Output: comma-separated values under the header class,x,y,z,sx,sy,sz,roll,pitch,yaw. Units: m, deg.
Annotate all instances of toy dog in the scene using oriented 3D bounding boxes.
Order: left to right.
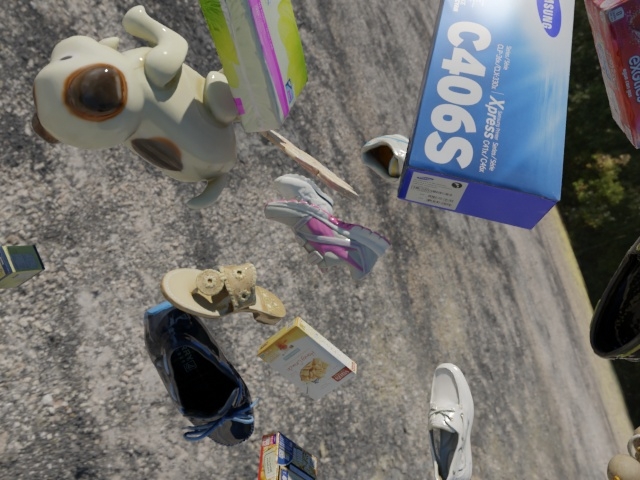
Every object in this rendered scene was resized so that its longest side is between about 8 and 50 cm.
class,x,y,z,sx,sy,sz,roll,pitch,yaw
toy dog,-0.381,-0.270,1.046,0.407,0.284,0.396,3,87,-53

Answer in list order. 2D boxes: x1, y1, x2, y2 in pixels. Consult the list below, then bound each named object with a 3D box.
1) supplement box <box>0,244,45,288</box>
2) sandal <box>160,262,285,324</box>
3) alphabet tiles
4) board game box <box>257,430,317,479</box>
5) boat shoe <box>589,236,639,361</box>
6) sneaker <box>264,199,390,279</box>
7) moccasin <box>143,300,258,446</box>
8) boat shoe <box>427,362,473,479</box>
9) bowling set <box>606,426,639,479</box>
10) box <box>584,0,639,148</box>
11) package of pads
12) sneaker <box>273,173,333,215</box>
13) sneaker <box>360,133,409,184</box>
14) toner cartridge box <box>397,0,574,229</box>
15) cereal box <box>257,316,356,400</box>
class,x,y,z,sx,sy,sz,roll,pitch,yaw
supplement box,-0.604,0.053,0.967,0.056,0.083,0.083,63,16,7
sandal,-0.117,0.064,0.731,0.240,0.079,0.088,25,27,-53
alphabet tiles,-0.037,-0.185,1.159,0.284,0.021,0.278,40,11,26
board game box,-0.063,0.494,0.965,0.147,0.045,0.194,50,27,-35
boat shoe,0.347,0.030,0.496,0.068,0.228,0.081,-2,30,-27
sneaker,0.000,0.000,0.953,0.103,0.252,0.111,20,93,-81
moccasin,-0.194,0.250,0.807,0.117,0.137,0.342,47,-15,50
boat shoe,0.296,0.426,1.164,0.096,0.098,0.277,20,62,-46
bowling set,0.477,0.323,0.611,0.286,0.199,0.154,-4,95,-51
box,0.537,-0.302,0.818,0.257,0.122,0.128,56,27,-28
package of pads,-0.119,-0.400,0.984,0.229,0.101,0.297,-71,154,-46
sneaker,-0.045,-0.114,1.484,0.235,0.090,0.095,29,55,-38
sneaker,0.171,-0.119,0.866,0.092,0.228,0.088,-17,126,-41
toner cartridge box,0.211,-0.198,0.618,0.075,0.165,0.348,96,8,-67
cereal box,-0.037,0.344,1.434,0.240,0.173,0.047,42,26,-16
